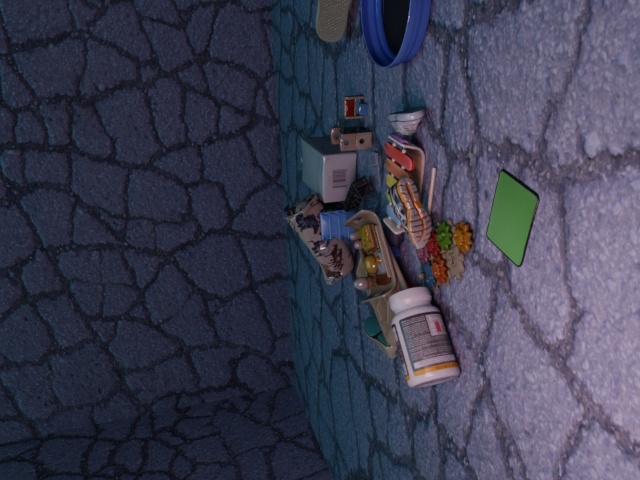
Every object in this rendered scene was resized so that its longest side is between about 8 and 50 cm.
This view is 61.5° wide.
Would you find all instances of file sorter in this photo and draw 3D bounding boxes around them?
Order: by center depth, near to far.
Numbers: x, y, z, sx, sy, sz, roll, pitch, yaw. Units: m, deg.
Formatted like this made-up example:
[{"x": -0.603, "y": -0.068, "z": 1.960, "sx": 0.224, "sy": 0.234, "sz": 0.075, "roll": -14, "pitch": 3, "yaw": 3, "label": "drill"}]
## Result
[{"x": 0.097, "y": -0.063, "z": 2.250, "sx": 0.104, "sy": 0.170, "sz": 0.118, "roll": -152, "pitch": 56, "yaw": -68, "label": "file sorter"}]

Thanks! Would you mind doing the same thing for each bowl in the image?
[{"x": 0.221, "y": -0.722, "z": 1.613, "sx": 0.391, "sy": 0.077, "sz": 0.391, "roll": 172, "pitch": 90, "yaw": -76, "label": "bowl"}]

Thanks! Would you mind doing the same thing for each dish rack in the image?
[{"x": 0.179, "y": -0.088, "z": 2.082, "sx": 0.271, "sy": 0.074, "sz": 0.208, "roll": 63, "pitch": 160, "yaw": 22, "label": "dish rack"}]

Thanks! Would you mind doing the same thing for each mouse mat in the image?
[{"x": 0.440, "y": -0.052, "z": 1.245, "sx": 0.152, "sy": 0.007, "sz": 0.190, "roll": -118, "pitch": 24, "yaw": -54, "label": "mouse mat"}]

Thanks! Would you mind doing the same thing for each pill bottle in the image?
[{"x": 0.306, "y": 0.292, "z": 1.630, "sx": 0.162, "sy": 0.162, "sz": 0.278, "roll": 112, "pitch": 148, "yaw": -63, "label": "pill bottle"}]

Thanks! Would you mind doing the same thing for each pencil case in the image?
[{"x": 0.000, "y": 0.000, "z": 2.373, "sx": 0.410, "sy": 0.183, "sz": 0.160, "roll": 59, "pitch": 165, "yaw": -22, "label": "pencil case"}]

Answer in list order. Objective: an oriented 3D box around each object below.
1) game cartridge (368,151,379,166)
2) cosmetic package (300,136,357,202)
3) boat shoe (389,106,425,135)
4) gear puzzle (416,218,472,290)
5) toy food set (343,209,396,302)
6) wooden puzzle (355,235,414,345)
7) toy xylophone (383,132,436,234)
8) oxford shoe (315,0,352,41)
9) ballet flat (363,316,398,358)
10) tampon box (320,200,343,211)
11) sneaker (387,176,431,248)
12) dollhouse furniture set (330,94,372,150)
[{"x": 0.200, "y": -0.306, "z": 2.026, "sx": 0.083, "sy": 0.017, "sz": 0.056, "roll": -168, "pitch": 68, "yaw": -75, "label": "game cartridge"}, {"x": 0.030, "y": -0.326, "z": 2.407, "sx": 0.385, "sy": 0.156, "sz": 0.217, "roll": -124, "pitch": 30, "yaw": -62, "label": "cosmetic package"}, {"x": 0.269, "y": -0.358, "z": 1.637, "sx": 0.226, "sy": 0.083, "sz": 0.076, "roll": -107, "pitch": 2, "yaw": -77, "label": "boat shoe"}, {"x": 0.351, "y": 0.038, "z": 1.555, "sx": 0.339, "sy": 0.044, "sz": 0.175, "roll": 125, "pitch": 135, "yaw": -69, "label": "gear puzzle"}, {"x": 0.157, "y": 0.060, "z": 1.900, "sx": 0.220, "sy": 0.092, "sz": 0.306, "roll": 141, "pitch": 116, "yaw": -70, "label": "toy food set"}, {"x": 0.250, "y": 0.161, "z": 1.962, "sx": 0.322, "sy": 0.080, "sz": 0.348, "roll": 100, "pitch": 153, "yaw": -49, "label": "wooden puzzle"}, {"x": 0.271, "y": -0.171, "z": 1.687, "sx": 0.236, "sy": 0.081, "sz": 0.323, "roll": -132, "pitch": 37, "yaw": -65, "label": "toy xylophone"}, {"x": 0.069, "y": -0.933, "z": 1.968, "sx": 0.449, "sy": 0.169, "sz": 0.130, "roll": 112, "pitch": 169, "yaw": -63, "label": "oxford shoe"}, {"x": 0.241, "y": 0.384, "z": 2.112, "sx": 0.248, "sy": 0.086, "sz": 0.086, "roll": -134, "pitch": 39, "yaw": -66, "label": "ballet flat"}, {"x": 0.029, "y": -0.131, "z": 2.567, "sx": 0.161, "sy": 0.120, "sz": 0.101, "roll": -141, "pitch": 45, "yaw": -69, "label": "tampon box"}, {"x": 0.262, "y": -0.077, "z": 1.601, "sx": 0.083, "sy": 0.084, "sz": 0.215, "roll": -23, "pitch": 81, "yaw": 55, "label": "sneaker"}, {"x": 0.115, "y": -0.449, "z": 2.054, "sx": 0.129, "sy": 0.129, "sz": 0.184, "roll": -127, "pitch": 32, "yaw": -62, "label": "dollhouse furniture set"}]
